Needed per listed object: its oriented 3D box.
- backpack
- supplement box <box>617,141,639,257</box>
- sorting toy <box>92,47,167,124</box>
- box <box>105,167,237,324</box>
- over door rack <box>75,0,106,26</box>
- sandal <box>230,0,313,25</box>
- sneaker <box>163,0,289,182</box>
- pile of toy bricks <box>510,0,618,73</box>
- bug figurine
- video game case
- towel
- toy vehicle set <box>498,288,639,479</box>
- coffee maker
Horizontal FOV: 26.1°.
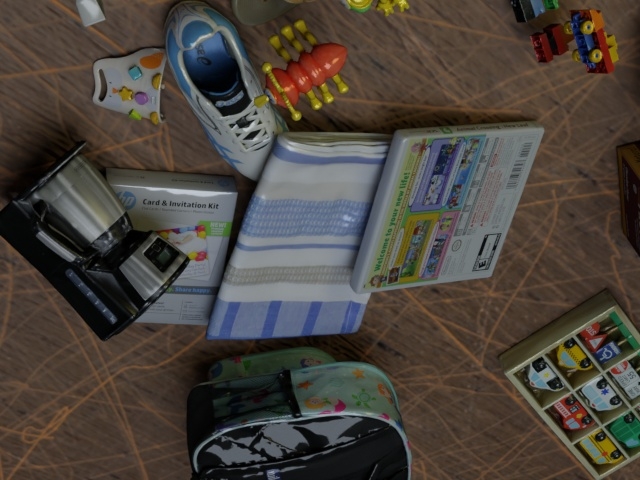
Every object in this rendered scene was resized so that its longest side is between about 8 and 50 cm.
[{"bbox_3d":[-0.022,0.244,1.653,0.253,0.191,0.225,-8,129,2],"label":"backpack"},{"bbox_3d":[0.465,-0.032,1.568,0.194,0.191,0.129,-15,127,-3],"label":"supplement box"},{"bbox_3d":[-0.199,-0.157,1.428,0.075,0.045,0.083,9,124,4],"label":"sorting toy"},{"bbox_3d":[-0.178,0.010,1.547,0.145,0.038,0.186,4,123,-15],"label":"box"},{"bbox_3d":[-0.358,-0.313,1.216,0.239,0.108,0.324,-19,106,1],"label":"over door rack"},{"bbox_3d":[-0.008,-0.268,1.380,0.180,0.049,0.072,-23,127,4],"label":"sandal"},{"bbox_3d":[-0.092,-0.140,1.431,0.085,0.086,0.237,-27,128,5],"label":"sneaker"},{"bbox_3d":[0.264,-0.285,1.414,0.105,0.118,0.212,-31,113,-25],"label":"pile of toy bricks"},{"bbox_3d":[-0.030,-0.264,1.315,0.216,0.072,0.279,-36,105,5],"label":"bug figurine"},{"bbox_3d":[0.142,-0.037,1.562,0.193,0.023,0.212,-6,129,-29],"label":"video game case"},{"bbox_3d":[0.000,0.000,1.550,0.209,0.034,0.285,0,127,-33],"label":"towel"},{"bbox_3d":[0.368,0.194,1.803,0.166,0.035,0.267,-34,125,12],"label":"toy vehicle set"},{"bbox_3d":[-0.248,0.008,1.456,0.178,0.120,0.171,49,148,-9],"label":"coffee maker"}]
